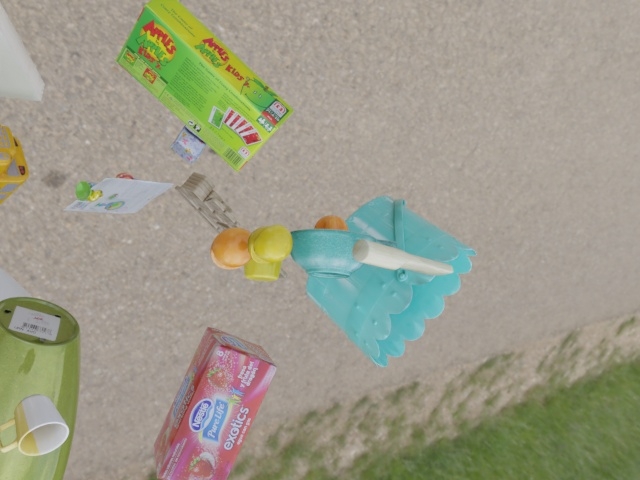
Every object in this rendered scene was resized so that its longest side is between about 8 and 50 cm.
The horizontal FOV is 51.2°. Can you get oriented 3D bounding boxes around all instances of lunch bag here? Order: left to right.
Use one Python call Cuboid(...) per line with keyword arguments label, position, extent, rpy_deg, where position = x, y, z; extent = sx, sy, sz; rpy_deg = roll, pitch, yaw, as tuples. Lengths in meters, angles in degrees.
Cuboid(label="lunch bag", position=(-0.322, -0.244, 1.654), extent=(0.071, 0.083, 0.053), rpy_deg=(39, 136, -19))

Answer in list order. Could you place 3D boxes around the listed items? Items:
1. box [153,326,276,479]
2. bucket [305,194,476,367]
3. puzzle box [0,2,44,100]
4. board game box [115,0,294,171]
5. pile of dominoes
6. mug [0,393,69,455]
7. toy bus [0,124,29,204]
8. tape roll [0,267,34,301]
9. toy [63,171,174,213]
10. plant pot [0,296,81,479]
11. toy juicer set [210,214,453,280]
Cuboid(label="box", position=(-0.195, 0.304, 1.208), extent=(0.123, 0.128, 0.256), rpy_deg=(24, 91, -19))
Cuboid(label="bucket", position=(0.121, 0.066, 1.183), extent=(0.281, 0.183, 0.281), rpy_deg=(-41, 158, -21))
Cuboid(label="puzzle box", position=(-0.786, -0.435, 1.429), extent=(0.272, 0.052, 0.409), rpy_deg=(7, 162, -5))
Cuboid(label="board game box", position=(-0.127, -0.170, 0.730), extent=(0.092, 0.181, 0.043), rpy_deg=(-39, -167, 45))
Cuboid(label="pile of dominoes", position=(-0.157, -0.026, 1.260), extent=(0.040, 0.196, 0.251), rpy_deg=(-50, 126, -14))
Cuboid(label="mug", position=(-0.378, 0.237, 0.874), extent=(0.078, 0.064, 0.062), rpy_deg=(4, 124, -43))
Cuboid(label="toy bus", position=(-0.679, -0.118, 1.294), extent=(0.333, 0.108, 0.130), rpy_deg=(-29, 166, 34))
Cuboid(label="tape roll", position=(-0.828, 0.210, 1.662), extent=(0.246, 0.169, 0.246), rpy_deg=(-48, 172, -9))
Cuboid(label="toy", position=(-0.458, -0.116, 1.512), extent=(0.137, 0.056, 0.237), rpy_deg=(-31, 172, 21))
Cuboid(label="plant pot", position=(-0.513, 0.251, 1.105), extent=(0.275, 0.275, 0.293), rpy_deg=(9, 116, -48))
Cuboid(label="toy juicer set", position=(0.000, 0.000, 0.930), extent=(0.209, 0.329, 0.089), rpy_deg=(26, 65, -63))
